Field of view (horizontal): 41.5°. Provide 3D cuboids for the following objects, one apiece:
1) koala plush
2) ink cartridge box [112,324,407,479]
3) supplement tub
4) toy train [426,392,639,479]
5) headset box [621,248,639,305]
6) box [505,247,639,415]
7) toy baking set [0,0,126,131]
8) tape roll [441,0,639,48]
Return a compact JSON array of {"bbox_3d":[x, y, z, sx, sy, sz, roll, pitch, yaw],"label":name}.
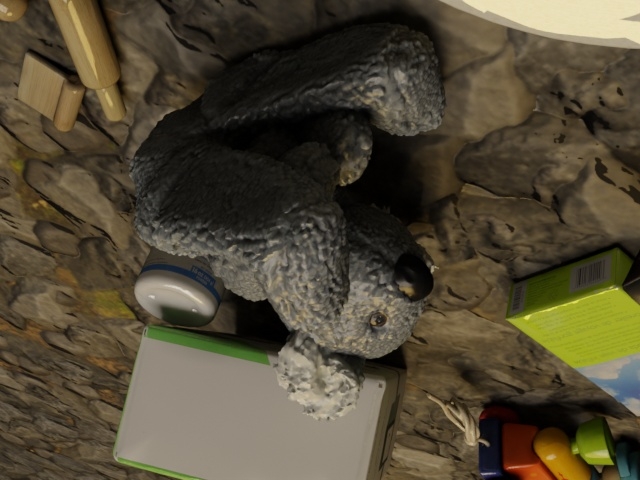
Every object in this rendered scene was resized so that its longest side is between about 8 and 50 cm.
[{"bbox_3d":[0.000,0.000,0.576,0.203,0.196,0.221,2,143,40],"label":"koala plush"},{"bbox_3d":[-0.035,0.153,0.767,0.198,0.114,0.273,11,174,10],"label":"ink cartridge box"},{"bbox_3d":[-0.104,0.011,0.699,0.071,0.107,0.071,12,147,8],"label":"supplement tub"},{"bbox_3d":[0.225,0.206,0.842,0.143,0.105,0.248,-18,133,27],"label":"toy train"},{"bbox_3d":[0.349,0.009,0.433,0.218,0.110,0.293,42,143,-1],"label":"headset box"},{"bbox_3d":[0.252,0.081,0.691,0.178,0.042,0.109,35,143,-24],"label":"box"},{"bbox_3d":[-0.239,-0.167,0.576,0.197,0.030,0.256,12,146,9],"label":"toy baking set"},{"bbox_3d":[0.132,-0.233,0.276,0.392,0.072,0.392,12,145,9],"label":"tape roll"}]
